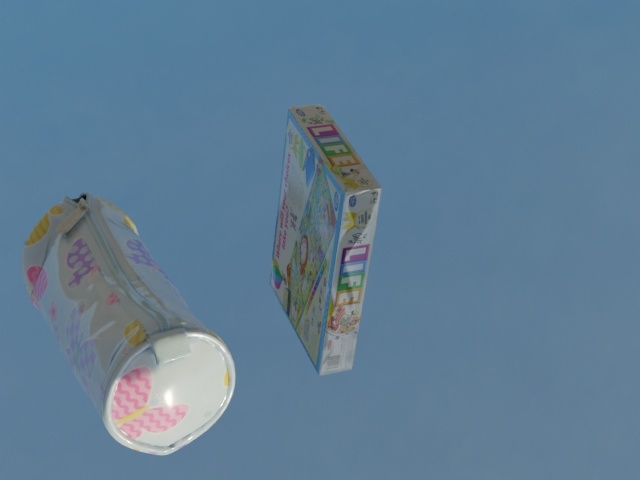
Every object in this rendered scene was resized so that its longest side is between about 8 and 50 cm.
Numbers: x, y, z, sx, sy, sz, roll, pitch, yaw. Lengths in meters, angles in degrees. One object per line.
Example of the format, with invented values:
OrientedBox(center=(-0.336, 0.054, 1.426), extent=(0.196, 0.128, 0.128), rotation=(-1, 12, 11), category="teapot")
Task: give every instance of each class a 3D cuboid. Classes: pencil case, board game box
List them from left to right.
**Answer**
OrientedBox(center=(-0.169, 0.063, 1.032), extent=(0.113, 0.124, 0.273), rotation=(2, -154, -30), category="pencil case")
OrientedBox(center=(0.000, 0.000, 0.818), extent=(0.026, 0.154, 0.103), rotation=(-9, -140, -21), category="board game box")
